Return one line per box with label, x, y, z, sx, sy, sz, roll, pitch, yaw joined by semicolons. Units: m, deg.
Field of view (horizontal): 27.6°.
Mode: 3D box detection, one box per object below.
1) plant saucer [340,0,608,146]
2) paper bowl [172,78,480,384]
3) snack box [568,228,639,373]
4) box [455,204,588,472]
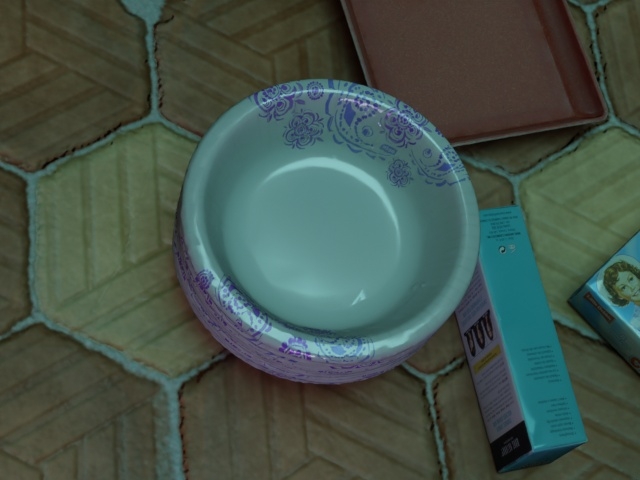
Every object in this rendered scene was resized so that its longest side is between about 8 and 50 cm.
plant saucer;0.155;-0.217;1.434;0.258;0.047;0.259;-11;70;-16
paper bowl;0.000;0.000;1.256;0.284;0.148;0.284;5;67;-11
snack box;0.437;0.025;1.388;0.322;0.060;0.187;-40;81;-23
box;0.186;0.096;1.283;0.060;0.100;0.244;-8;70;-16
